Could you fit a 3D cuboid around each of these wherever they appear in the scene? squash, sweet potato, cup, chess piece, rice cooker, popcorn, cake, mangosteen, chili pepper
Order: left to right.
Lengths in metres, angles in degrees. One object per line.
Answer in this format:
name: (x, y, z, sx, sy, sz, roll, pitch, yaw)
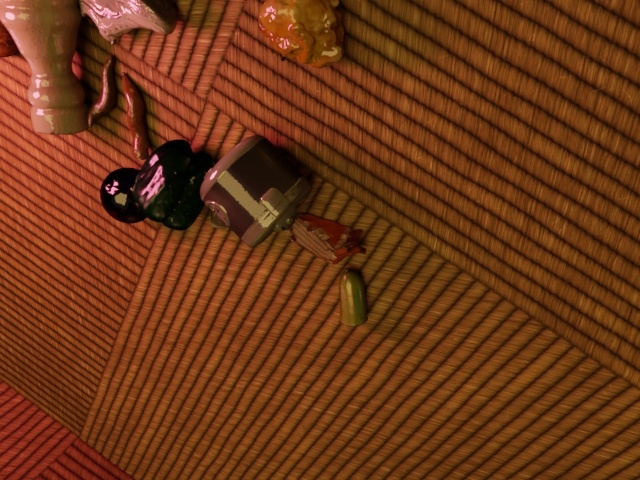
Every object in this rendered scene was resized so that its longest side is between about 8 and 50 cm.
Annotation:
sweet potato: (-1.038, -0.683, 1.644, 0.354, 0.106, 0.095, -12, 71, 59)
chess piece: (-0.863, -0.569, 1.595, 0.234, 0.234, 0.442, 15, 122, 15)
sweet potato: (-0.713, -0.491, 1.669, 0.069, 0.059, 0.249, 17, 111, -29)
mangosteen: (-0.678, -0.158, 1.746, 0.230, 0.194, 0.194, 9, 119, 45)
sweet potato: (-0.611, -0.410, 1.663, 0.059, 0.067, 0.281, -7, 110, -16)
chili pepper: (-0.459, -0.180, 1.604, 0.233, 0.248, 0.257, 29, 107, -35)
cup: (-0.320, -0.097, 1.697, 0.074, 0.102, 0.099, 46, 132, 43)
rice cooker: (-0.187, -0.139, 1.502, 0.277, 0.288, 0.288, 46, 121, -4)
popcorn: (-0.050, -0.558, 1.303, 0.253, 0.190, 0.191, 17, 112, 18)
cake: (-0.001, -0.005, 1.586, 0.287, 0.135, 0.098, 16, 133, 24)
squash: (0.104, 0.180, 1.637, 0.095, 0.095, 0.188, 4, 114, 20)

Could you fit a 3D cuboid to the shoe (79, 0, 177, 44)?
shoe: (-0.583, -0.677, 1.497, 0.342, 0.132, 0.210, 35, 127, 6)
